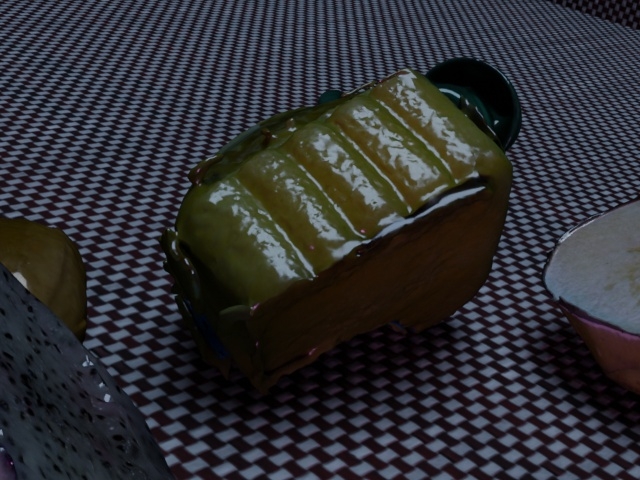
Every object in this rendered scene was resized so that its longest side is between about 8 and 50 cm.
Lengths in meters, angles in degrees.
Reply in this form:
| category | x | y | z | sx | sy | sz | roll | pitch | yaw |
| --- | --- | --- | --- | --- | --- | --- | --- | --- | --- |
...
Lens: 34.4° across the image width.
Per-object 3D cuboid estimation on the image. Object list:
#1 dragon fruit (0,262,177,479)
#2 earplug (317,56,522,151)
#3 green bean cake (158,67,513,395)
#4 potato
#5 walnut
| category | x | y | z | sx | sy | sz | roll | pitch | yaw |
| --- | --- | --- | --- | --- | --- | --- | --- | --- | --- |
| dragon fruit | -0.211 | 0.162 | 0.569 | 0.221 | 0.204 | 0.283 | -36 | 48 | -4 |
| earplug | 0.167 | -0.169 | 1.505 | 0.257 | 0.164 | 0.280 | -18 | -8 | 36 |
| green bean cake | 0.000 | 0.000 | 0.955 | 0.310 | 0.285 | 0.202 | -27 | 64 | -19 |
| potato | 0.382 | 0.077 | 0.998 | 0.299 | 0.196 | 0.246 | -10 | 30 | 27 |
| walnut | -0.253 | 0.052 | 0.848 | 0.137 | 0.137 | 0.245 | 7 | 21 | -7 |
